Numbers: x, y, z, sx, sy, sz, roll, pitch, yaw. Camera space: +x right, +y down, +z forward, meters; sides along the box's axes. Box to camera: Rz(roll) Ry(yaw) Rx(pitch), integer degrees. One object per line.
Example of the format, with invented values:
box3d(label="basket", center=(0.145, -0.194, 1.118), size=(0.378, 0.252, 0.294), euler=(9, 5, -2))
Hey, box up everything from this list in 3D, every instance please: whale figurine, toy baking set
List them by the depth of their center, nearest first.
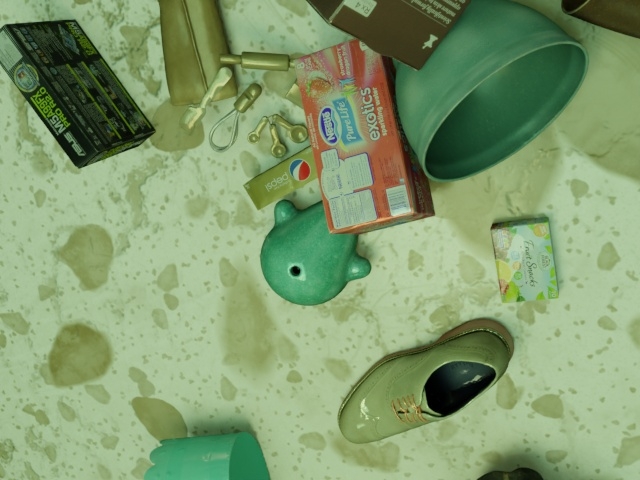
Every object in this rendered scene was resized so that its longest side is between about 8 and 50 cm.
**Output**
box3d(label="toy baking set", center=(-0.123, -0.244, 1.415), size=(0.256, 0.030, 0.197), euler=(7, 115, -6))
box3d(label="whale figurine", center=(0.000, 0.000, 1.439), size=(0.216, 0.141, 0.272), euler=(39, 111, 3))

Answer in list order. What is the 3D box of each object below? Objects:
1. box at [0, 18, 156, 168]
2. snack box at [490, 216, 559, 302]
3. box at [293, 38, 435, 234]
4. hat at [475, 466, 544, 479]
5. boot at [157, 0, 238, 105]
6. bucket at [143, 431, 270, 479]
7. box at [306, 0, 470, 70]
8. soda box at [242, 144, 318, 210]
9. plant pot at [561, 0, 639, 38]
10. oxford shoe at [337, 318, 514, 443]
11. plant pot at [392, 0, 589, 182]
box3d(label="box", center=(-0.450, -0.277, 1.453), size=(0.060, 0.216, 0.270), euler=(-33, 96, 23))
box3d(label="snack box", center=(0.360, 0.035, 1.389), size=(0.100, 0.037, 0.141), euler=(-8, 105, 19))
box3d(label="box", center=(0.075, -0.169, 1.313), size=(0.154, 0.142, 0.300), euler=(-14, 85, 21))
box3d(label="hat", center=(0.361, 0.494, 1.459), size=(0.331, 0.331, 0.134), euler=(-13, 64, 22))
box3d(label="boot", center=(-0.185, -0.388, 1.406), size=(0.236, 0.089, 0.269), euler=(-2, 110, 22))
box3d(label="bucket", center=(-0.223, 0.531, 1.624), size=(0.183, 0.281, 0.281), euler=(-13, 103, 13))
box3d(label="box", center=(0.029, -0.424, 1.151), size=(0.143, 0.191, 0.381), euler=(-51, 49, 23))
box3d(label="soda box", center=(-0.051, -0.125, 1.457), size=(0.181, 0.061, 0.058), euler=(-28, 98, 24))
box3d(label="plant pot", center=(0.506, -0.369, 1.129), size=(0.230, 0.215, 0.215), euler=(27, 115, -7))
box3d(label="oxford shoe", center=(0.174, 0.283, 1.473), size=(0.397, 0.146, 0.140), euler=(-39, 93, 25))
box3d(label="plant pot", center=(0.233, -0.260, 1.221), size=(0.293, 0.293, 0.196), euler=(-43, 64, 25))
